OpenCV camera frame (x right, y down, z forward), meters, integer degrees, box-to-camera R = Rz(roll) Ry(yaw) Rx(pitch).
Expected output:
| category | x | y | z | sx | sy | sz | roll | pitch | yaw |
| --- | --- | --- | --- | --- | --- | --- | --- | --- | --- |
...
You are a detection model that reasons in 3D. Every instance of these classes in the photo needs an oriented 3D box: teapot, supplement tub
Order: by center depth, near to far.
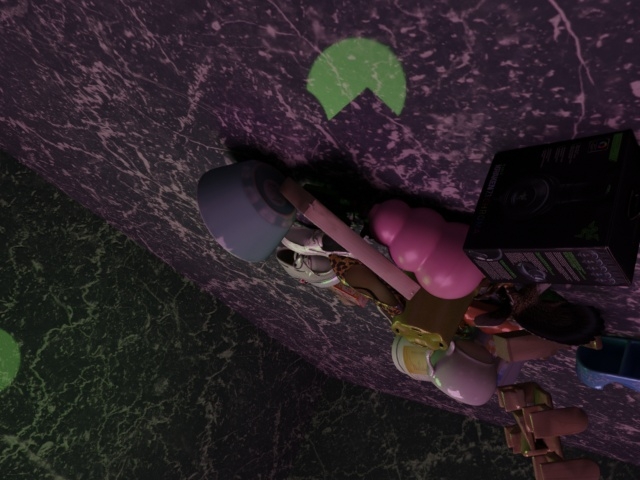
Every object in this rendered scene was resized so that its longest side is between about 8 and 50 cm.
| category | x | y | z | sx | sy | sz | roll | pitch | yaw |
| --- | --- | --- | --- | --- | --- | --- | --- | --- | --- |
| teapot | 0.493 | 0.418 | 1.761 | 0.252 | 0.187 | 0.256 | 27 | -165 | 20 |
| supplement tub | 0.463 | 0.458 | 2.108 | 0.228 | 0.228 | 0.316 | 36 | 156 | -23 |

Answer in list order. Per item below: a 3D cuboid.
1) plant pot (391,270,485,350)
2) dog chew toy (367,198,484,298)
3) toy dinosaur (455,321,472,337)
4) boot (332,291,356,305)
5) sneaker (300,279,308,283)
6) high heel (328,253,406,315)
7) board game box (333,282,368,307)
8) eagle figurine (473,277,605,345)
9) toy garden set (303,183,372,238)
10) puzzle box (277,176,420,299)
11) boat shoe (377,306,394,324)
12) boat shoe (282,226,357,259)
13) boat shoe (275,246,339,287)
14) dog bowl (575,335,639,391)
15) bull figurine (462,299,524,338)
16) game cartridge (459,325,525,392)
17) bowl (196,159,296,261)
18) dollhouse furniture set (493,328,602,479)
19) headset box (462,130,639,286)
| category | x | y | z | sx | sy | sz | roll | pitch | yaw |
| --- | --- | --- | --- | --- | --- | --- | --- | --- | --- |
| plant pot | 0.345 | 0.191 | 1.609 | 0.276 | 0.254 | 0.276 | 22 | 157 | 10 |
| dog chew toy | 0.273 | 0.008 | 1.369 | 0.332 | 0.206 | 0.206 | 32 | 158 | 4 |
| toy dinosaur | 0.424 | 0.286 | 1.753 | 0.211 | 0.064 | 0.112 | 35 | 166 | -8 |
| boot | 0.105 | 0.240 | 2.250 | 0.118 | 0.042 | 0.087 | 22 | 155 | 7 |
| sneaker | -0.043 | 0.162 | 2.212 | 0.119 | 0.057 | 0.047 | -4 | 142 | 48 |
| high heel | 0.135 | 0.118 | 1.509 | 0.261 | 0.093 | 0.186 | 38 | 175 | -2 |
| board game box | 0.090 | 0.191 | 2.087 | 0.193 | 0.045 | 0.147 | 27 | 169 | 24 |
| eagle figurine | 0.589 | 0.184 | 1.434 | 0.298 | 0.226 | 0.225 | 36 | 136 | -12 |
| toy garden set | 0.079 | -0.084 | 1.557 | 0.204 | 0.049 | 0.244 | 16 | 155 | 26 |
| puzzle box | 0.074 | -0.009 | 1.436 | 0.409 | 0.052 | 0.272 | 39 | -177 | -26 |
| boat shoe | 0.308 | 0.295 | 2.010 | 0.228 | 0.081 | 0.069 | 41 | 160 | -32 |
| boat shoe | 0.000 | 0.000 | 1.766 | 0.277 | 0.098 | 0.096 | 14 | 156 | 4 |
| boat shoe | -0.051 | 0.068 | 1.940 | 0.156 | 0.136 | 0.367 | 44 | 161 | -31 |
| dog bowl | 0.910 | 0.367 | 1.543 | 0.297 | 0.166 | 0.074 | 3 | 137 | 44 |
| bull figurine | 0.596 | 0.281 | 1.742 | 0.310 | 0.101 | 0.188 | 25 | 160 | 6 |
| game cartridge | 0.635 | 0.456 | 1.963 | 0.297 | 0.198 | 0.062 | 33 | 168 | -19 |
| bowl | -0.187 | -0.111 | 1.507 | 0.163 | 0.311 | 0.311 | -31 | 126 | 30 |
| dollhouse furniture set | 0.688 | 0.456 | 1.521 | 0.256 | 0.394 | 0.362 | -10 | 174 | 4 |
| headset box | 0.450 | -0.051 | 0.971 | 0.283 | 0.246 | 0.131 | -1 | 146 | 49 |
